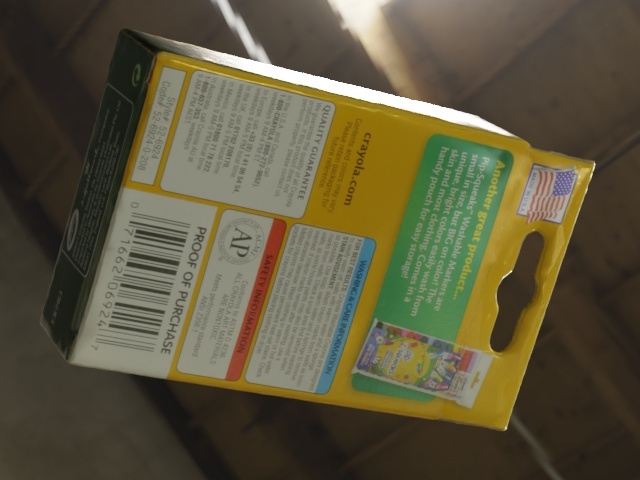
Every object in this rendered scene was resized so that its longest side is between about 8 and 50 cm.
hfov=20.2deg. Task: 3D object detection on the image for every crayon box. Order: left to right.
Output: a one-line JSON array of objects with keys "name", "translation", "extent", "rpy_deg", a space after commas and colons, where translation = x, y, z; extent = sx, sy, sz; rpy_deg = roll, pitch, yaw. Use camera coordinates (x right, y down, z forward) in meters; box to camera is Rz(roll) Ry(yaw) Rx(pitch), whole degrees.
[{"name": "crayon box", "translation": [0.000, 0.000, 1.179], "extent": [0.083, 0.323, 0.203], "rpy_deg": [38, -66, 62]}]
